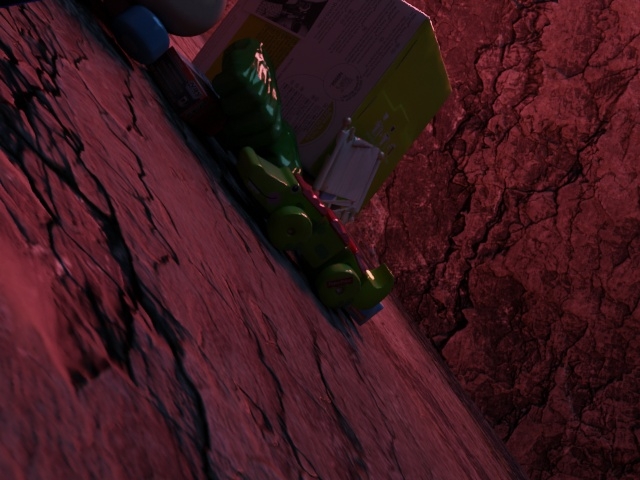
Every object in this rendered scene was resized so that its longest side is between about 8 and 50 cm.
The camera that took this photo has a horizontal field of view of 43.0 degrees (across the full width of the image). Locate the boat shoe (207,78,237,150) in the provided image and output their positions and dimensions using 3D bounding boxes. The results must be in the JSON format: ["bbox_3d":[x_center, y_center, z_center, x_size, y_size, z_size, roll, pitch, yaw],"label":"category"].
[{"bbox_3d":[-0.176,-0.210,1.351,0.135,0.050,0.045,63,0,-8],"label":"boat shoe"}]

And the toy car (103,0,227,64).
[{"bbox_3d":[-0.254,-0.369,1.135,0.210,0.219,0.238,51,-23,-24],"label":"toy car"}]

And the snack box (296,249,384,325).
[{"bbox_3d":[0.000,0.000,1.465,0.187,0.060,0.322,49,6,-28],"label":"snack box"}]

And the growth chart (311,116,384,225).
[{"bbox_3d":[0.047,-0.109,1.432,0.021,0.172,0.237,30,3,22],"label":"growth chart"}]

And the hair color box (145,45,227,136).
[{"bbox_3d":[-0.191,-0.219,1.220,0.093,0.053,0.167,56,6,7],"label":"hair color box"}]

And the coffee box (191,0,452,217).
[{"bbox_3d":[0.010,-0.300,1.569,0.334,0.338,0.337,38,0,21],"label":"coffee box"}]

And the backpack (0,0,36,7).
[{"bbox_3d":[-0.212,-0.205,0.502,0.098,0.101,0.120,-35,121,-47],"label":"backpack"}]

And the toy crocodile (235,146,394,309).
[{"bbox_3d":[-0.007,-0.010,1.207,0.340,0.105,0.115,50,6,-31],"label":"toy crocodile"}]

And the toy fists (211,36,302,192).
[{"bbox_3d":[-0.092,-0.162,1.241,0.142,0.096,0.279,-101,176,-47],"label":"toy fists"}]
